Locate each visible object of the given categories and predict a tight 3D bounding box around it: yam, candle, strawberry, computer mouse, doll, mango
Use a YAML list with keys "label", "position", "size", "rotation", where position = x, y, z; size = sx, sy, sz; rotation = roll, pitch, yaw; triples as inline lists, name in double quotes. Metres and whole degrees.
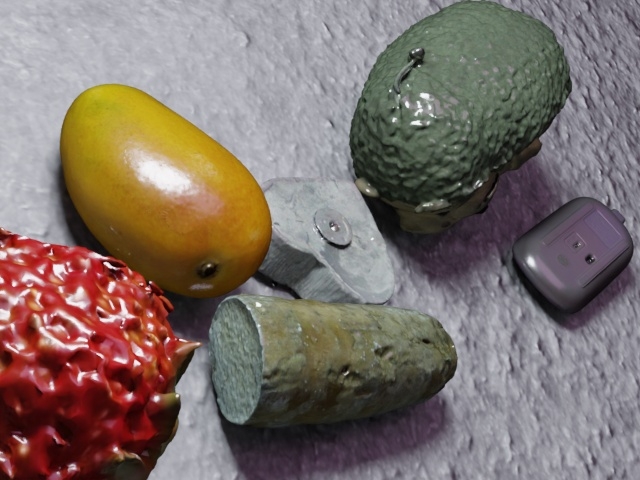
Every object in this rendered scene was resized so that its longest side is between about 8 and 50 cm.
- label: "yam"
  position: [0.018, 0.117, 1.582]
  size: [0.330, 0.133, 0.133]
  rotation: [2, 54, -47]
- label: "candle"
  position: [0.000, 0.000, 1.722]
  size: [0.192, 0.068, 0.168]
  rotation: [39, 36, -13]
- label: "strawberry"
  position: [-0.277, 0.092, 1.201]
  size: [0.343, 0.292, 0.292]
  rotation: [39, 37, -10]
- label: "computer mouse"
  position: [0.321, 0.018, 2.011]
  size: [0.120, 0.057, 0.232]
  rotation: [49, 40, 6]
- label: "doll"
  position: [0.158, -0.144, 1.883]
  size: [0.247, 0.247, 0.349]
  rotation: [46, 34, 2]
- label: "mango"
  position: [-0.163, -0.049, 1.564]
  size: [0.254, 0.139, 0.175]
  rotation: [40, 24, 7]
